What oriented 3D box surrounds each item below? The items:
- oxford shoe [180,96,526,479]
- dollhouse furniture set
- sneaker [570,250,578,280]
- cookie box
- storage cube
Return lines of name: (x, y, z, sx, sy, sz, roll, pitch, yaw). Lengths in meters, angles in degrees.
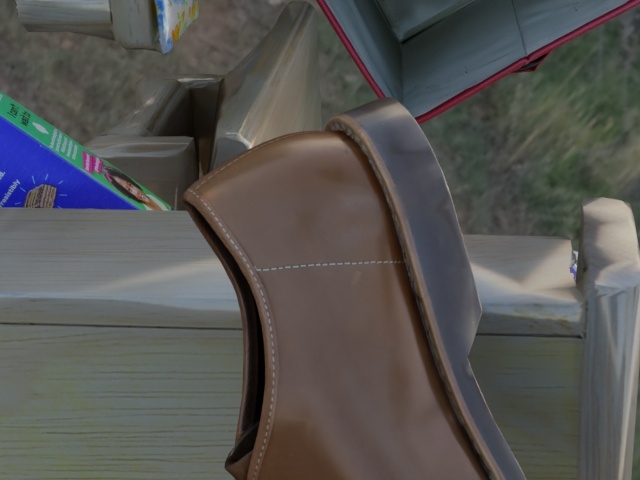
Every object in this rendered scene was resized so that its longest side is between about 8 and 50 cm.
oxford shoe: (0.017, 0.073, 0.361, 0.076, 0.076, 0.212, -19, 87, -16)
dollhouse furniture set: (0.000, 0.000, 0.617, 0.256, 0.362, 0.394, 2, 26, 8)
sneaker: (0.202, 0.100, 1.217, 0.161, 0.282, 0.102, -26, 64, -5)
cookie box: (-0.127, -0.002, 0.530, 0.107, 0.092, 0.040, 35, 8, -18)
storage cube: (0.083, -0.220, 0.846, 0.215, 0.183, 0.193, 55, 18, -22)
